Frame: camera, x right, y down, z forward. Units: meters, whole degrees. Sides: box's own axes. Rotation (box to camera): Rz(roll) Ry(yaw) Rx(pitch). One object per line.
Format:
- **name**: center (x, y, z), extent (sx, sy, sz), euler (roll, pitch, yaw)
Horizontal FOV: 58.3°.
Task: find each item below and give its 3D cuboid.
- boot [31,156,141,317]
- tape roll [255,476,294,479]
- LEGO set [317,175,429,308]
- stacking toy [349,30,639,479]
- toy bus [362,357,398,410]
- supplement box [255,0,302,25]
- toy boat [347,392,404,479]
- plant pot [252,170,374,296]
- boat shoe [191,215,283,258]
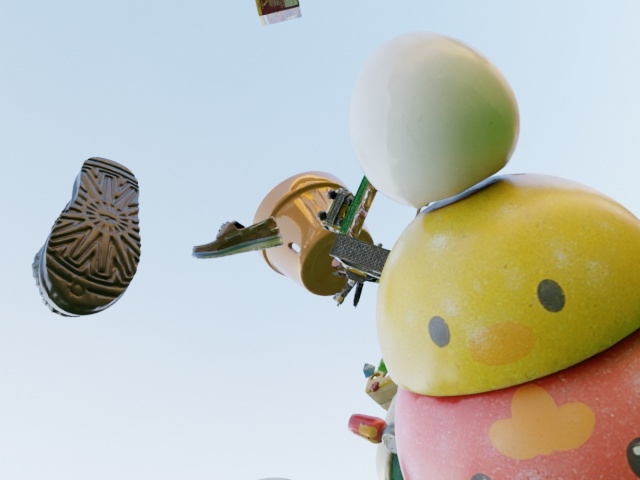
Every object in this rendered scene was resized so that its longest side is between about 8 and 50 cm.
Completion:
- **boot**: center (-0.401, 0.051, 0.942), extent (0.131, 0.348, 0.260), euler (27, -60, -25)
- **tape roll**: center (-0.074, 0.537, 0.922), extent (0.246, 0.246, 0.169), euler (-36, -54, -22)
- **LEGO set**: center (0.178, 0.007, 0.874), extent (0.192, 0.332, 0.254), euler (43, -118, -65)
- **stacking toy**: center (0.148, 0.076, 0.428), extent (0.351, 0.351, 0.479), euler (-31, -85, -24)
- **toy bus**: center (0.219, 0.372, 1.543), extent (0.104, 0.202, 0.190), euler (-66, -19, -52)
- **supplement box**: center (-0.083, -0.462, 1.133), extent (0.083, 0.055, 0.043), euler (-12, -93, 2)
- **toy boat**: center (0.195, 0.465, 1.330), extent (0.318, 0.148, 0.267), euler (37, -115, -50)
- **plant pot**: center (0.000, 0.000, 1.419), extent (0.291, 0.203, 0.290), euler (-16, -52, -21)
- **boat shoe**: center (-0.164, -0.006, 1.107), extent (0.183, 0.066, 0.066), euler (-11, -89, 8)
